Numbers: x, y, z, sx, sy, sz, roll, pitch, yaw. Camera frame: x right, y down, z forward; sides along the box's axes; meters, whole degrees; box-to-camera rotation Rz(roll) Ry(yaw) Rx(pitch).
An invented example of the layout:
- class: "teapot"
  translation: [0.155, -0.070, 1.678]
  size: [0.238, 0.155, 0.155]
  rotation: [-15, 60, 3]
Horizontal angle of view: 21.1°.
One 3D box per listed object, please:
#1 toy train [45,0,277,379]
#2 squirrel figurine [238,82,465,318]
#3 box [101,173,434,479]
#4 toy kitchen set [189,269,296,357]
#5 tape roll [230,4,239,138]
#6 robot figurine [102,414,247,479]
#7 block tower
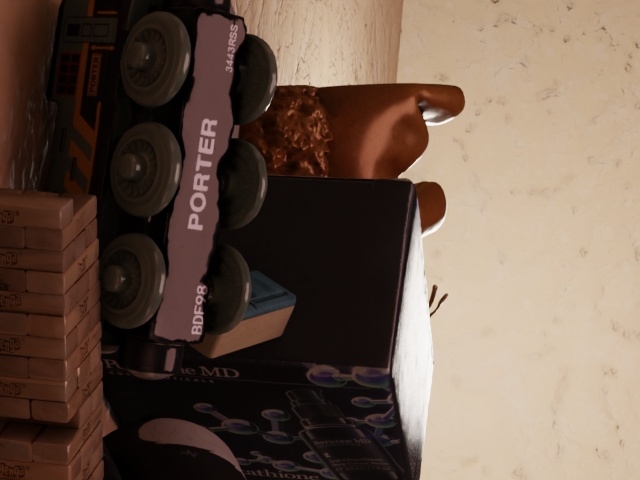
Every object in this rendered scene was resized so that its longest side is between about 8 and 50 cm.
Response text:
- class: "toy train"
  translation: [-0.146, -0.057, 1.415]
  size: [0.142, 0.190, 0.333]
  rotation: [6, 91, -46]
- class: "squirrel figurine"
  translation: [0.000, 0.000, 2.083]
  size: [0.397, 0.281, 0.370]
  rotation: [-5, 93, -62]
- class: "box"
  translation: [-0.045, 0.116, 1.768]
  size: [0.395, 0.294, 0.212]
  rotation: [78, 18, -59]
- class: "toy kitchen set"
  translation: [-0.114, -0.026, 1.512]
  size: [0.122, 0.207, 0.166]
  rotation: [-15, 133, -60]
- class: "tape roll"
  translation: [-0.138, -0.146, 1.777]
  size: [0.219, 0.072, 0.219]
  rotation: [3, 90, -81]
- class: "robot figurine"
  translation: [-0.135, 0.266, 1.513]
  size: [0.278, 0.209, 0.173]
  rotation: [-128, -129, -61]
- class: "block tower"
  translation: [-0.222, 0.119, 1.318]
  size: [0.097, 0.091, 0.335]
  rotation: [-63, 156, -70]
